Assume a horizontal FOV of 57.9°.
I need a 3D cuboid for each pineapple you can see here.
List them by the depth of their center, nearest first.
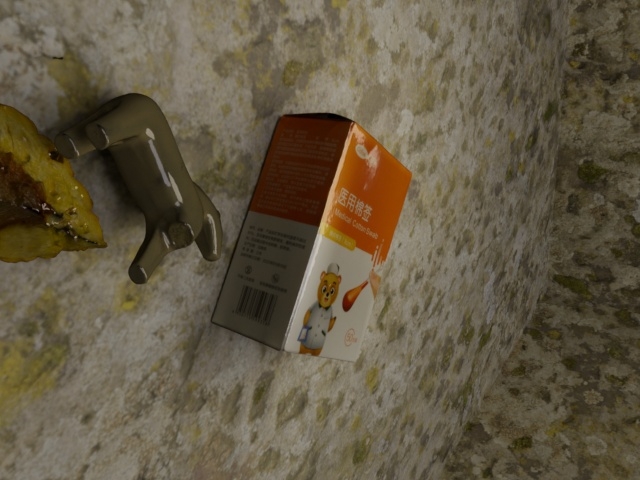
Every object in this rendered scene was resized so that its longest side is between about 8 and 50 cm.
[{"bbox_3d":[-0.318,-0.049,0.476,0.249,0.164,0.140,20,47,-61],"label":"pineapple"}]

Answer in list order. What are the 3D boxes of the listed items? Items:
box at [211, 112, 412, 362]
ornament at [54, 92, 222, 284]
[{"bbox_3d":[0.000,0.000,0.901,0.225,0.143,0.342,26,81,-56],"label":"box"},{"bbox_3d":[-0.174,-0.052,0.651,0.245,0.061,0.230,-84,155,-65],"label":"ornament"}]
